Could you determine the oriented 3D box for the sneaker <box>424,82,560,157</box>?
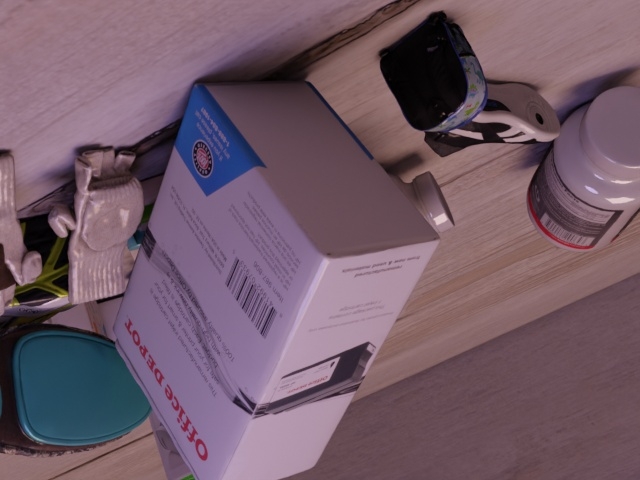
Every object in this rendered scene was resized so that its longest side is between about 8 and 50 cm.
[{"bbox_3d":[0.222,-0.159,1.568,0.217,0.079,0.121,8,151,-42],"label":"sneaker"}]

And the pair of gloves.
[{"bbox_3d":[-0.309,-0.005,1.295,0.240,0.042,0.204,-7,122,-38],"label":"pair of gloves"}]

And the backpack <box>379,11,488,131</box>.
[{"bbox_3d":[0.139,-0.184,1.318,0.105,0.114,0.084,-34,159,33],"label":"backpack"}]

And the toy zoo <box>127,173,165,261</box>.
[{"bbox_3d":[-0.175,-0.030,1.560,0.192,0.030,0.293,-19,163,-6],"label":"toy zoo"}]

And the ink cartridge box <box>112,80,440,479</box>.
[{"bbox_3d":[-0.072,0.056,1.316,0.166,0.285,0.394,-8,138,-37],"label":"ink cartridge box"}]

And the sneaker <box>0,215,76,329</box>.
[{"bbox_3d":[-0.444,0.080,1.398,0.385,0.145,0.147,-10,159,-27],"label":"sneaker"}]

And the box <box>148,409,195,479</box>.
[{"bbox_3d":[-0.201,0.325,2.258,0.262,0.231,0.127,-30,160,27],"label":"box"}]

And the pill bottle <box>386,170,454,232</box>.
[{"bbox_3d":[0.061,-0.008,1.704,0.264,0.146,0.146,-24,162,11],"label":"pill bottle"}]

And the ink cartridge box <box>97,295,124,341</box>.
[{"bbox_3d":[-0.234,0.150,1.884,0.283,0.117,0.207,-16,162,-18],"label":"ink cartridge box"}]

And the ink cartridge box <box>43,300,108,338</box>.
[{"bbox_3d":[-0.377,0.123,1.685,0.090,0.092,0.143,-20,163,-4],"label":"ink cartridge box"}]

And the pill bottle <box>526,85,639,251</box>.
[{"bbox_3d":[0.436,-0.110,1.773,0.176,0.176,0.318,-18,163,-9],"label":"pill bottle"}]

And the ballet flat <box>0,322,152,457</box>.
[{"bbox_3d":[-0.404,0.183,1.339,0.182,0.164,0.483,-8,174,29],"label":"ballet flat"}]

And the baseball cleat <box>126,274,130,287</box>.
[{"bbox_3d":[-0.189,0.083,1.752,0.206,0.109,0.072,-11,165,-24],"label":"baseball cleat"}]
